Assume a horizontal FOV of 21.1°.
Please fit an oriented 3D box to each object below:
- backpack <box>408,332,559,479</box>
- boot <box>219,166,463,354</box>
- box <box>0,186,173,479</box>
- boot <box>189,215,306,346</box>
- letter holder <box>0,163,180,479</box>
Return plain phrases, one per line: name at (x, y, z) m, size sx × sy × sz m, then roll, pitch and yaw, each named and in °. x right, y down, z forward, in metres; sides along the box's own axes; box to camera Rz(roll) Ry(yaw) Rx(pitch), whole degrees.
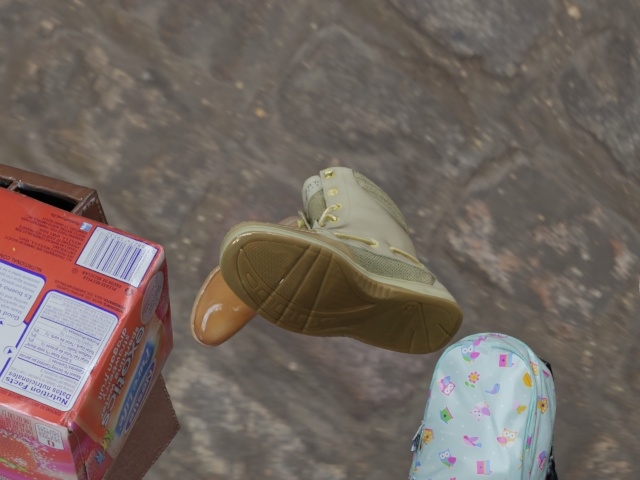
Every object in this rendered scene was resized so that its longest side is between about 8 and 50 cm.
backpack at (0.160, 0.180, 1.619) m, size 0.152 × 0.115 × 0.182 m, roll 9°, pitch 82°, yaw 15°
boot at (0.000, 0.000, 1.670) m, size 0.095 × 0.262 × 0.203 m, roll -58°, pitch 32°, yaw 26°
box at (-0.225, 0.041, 0.987) m, size 0.256 × 0.123 × 0.128 m, roll 19°, pitch 58°, yaw 10°
boot at (-0.064, 0.057, 1.925) m, size 0.073 × 0.152 × 0.197 m, roll 40°, pitch 91°, yaw -22°
letter holder at (-0.267, 0.117, 1.452) m, size 0.152 × 0.302 × 0.214 m, roll 15°, pitch 50°, yaw 27°
